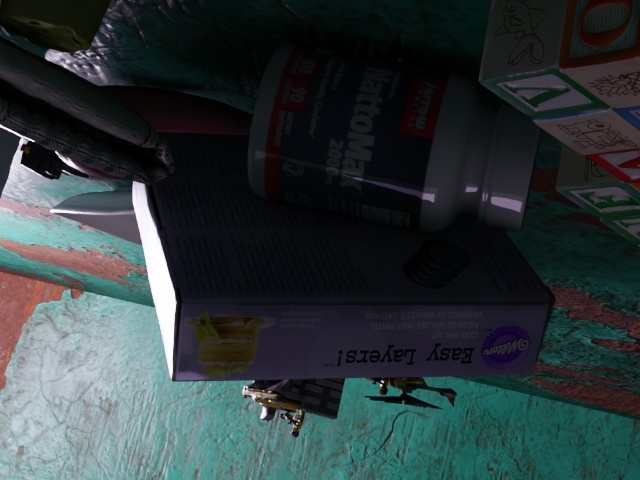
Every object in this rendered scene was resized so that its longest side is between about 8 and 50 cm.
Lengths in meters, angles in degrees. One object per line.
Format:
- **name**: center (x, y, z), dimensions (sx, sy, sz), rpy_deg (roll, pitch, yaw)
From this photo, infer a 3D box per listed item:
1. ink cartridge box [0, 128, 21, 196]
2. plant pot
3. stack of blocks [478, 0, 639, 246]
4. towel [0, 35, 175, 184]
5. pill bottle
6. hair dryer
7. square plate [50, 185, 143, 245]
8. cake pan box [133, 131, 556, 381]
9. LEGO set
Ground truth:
- **ink cartridge box**: center (-0.363, -0.065, 1.299), dimensions (0.093, 0.154, 0.212), rpy_deg (19, 170, -24)
- **plant pot**: center (-0.143, -0.149, 0.741), dimensions (0.083, 0.079, 0.083), rpy_deg (14, 171, 2)
- **stack of blocks**: center (0.205, -0.062, 0.666), dimensions (0.171, 0.087, 0.297), rpy_deg (-4, 158, 44)
- **towel**: center (-0.280, -0.152, 0.806), dimensions (0.312, 0.056, 0.324), rpy_deg (32, -174, 40)
- **pill bottle**: center (0.051, -0.063, 0.884), dimensions (0.180, 0.108, 0.108), rpy_deg (11, 170, 9)
- **hair dryer**: center (-0.126, -0.090, 1.166), dimensions (0.223, 0.080, 0.293), rpy_deg (0, -178, -25)
- **square plate**: center (-0.096, -0.004, 1.603), dimensions (0.344, 0.049, 0.347), rpy_deg (20, 169, -36)
- **cake pan box**: center (0.000, 0.000, 0.940), dimensions (0.245, 0.070, 0.267), rpy_deg (1, -152, -16)
- **LEGO set**: center (-0.028, 0.119, 1.494), dimensions (0.331, 0.192, 0.255), rpy_deg (2, 166, 46)
